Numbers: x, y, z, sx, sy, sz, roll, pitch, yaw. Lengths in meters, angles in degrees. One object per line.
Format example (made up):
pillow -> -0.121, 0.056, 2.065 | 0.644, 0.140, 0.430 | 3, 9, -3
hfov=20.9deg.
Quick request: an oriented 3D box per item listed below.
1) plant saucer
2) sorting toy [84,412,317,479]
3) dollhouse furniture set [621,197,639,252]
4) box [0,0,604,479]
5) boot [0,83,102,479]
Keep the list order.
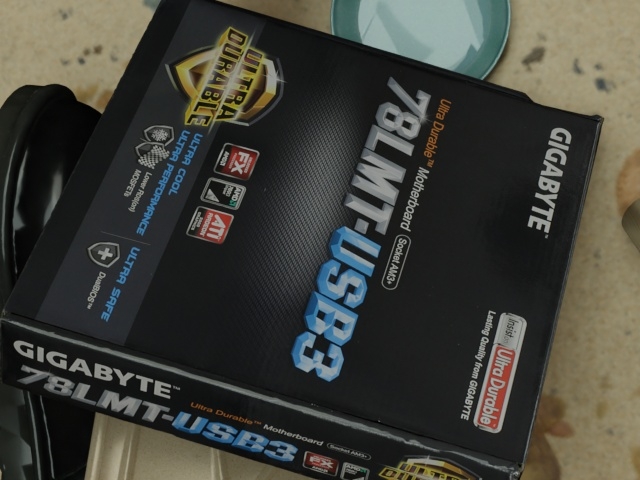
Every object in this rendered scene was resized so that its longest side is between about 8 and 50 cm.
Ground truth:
plant saucer -> 0.067, -0.147, 1.142 | 0.119, 0.021, 0.119 | 0, 92, 12
sorting toy -> -0.037, 0.111, 1.036 | 0.193, 0.038, 0.208 | 9, 71, -3
dollhouse furniture set -> 0.269, 0.030, 1.105 | 0.144, 0.123, 0.151 | -40, 119, 11
box -> 0.000, 0.000, 1.027 | 0.293, 0.295, 0.073 | 16, 139, 5
boot -> -0.074, 0.065, 1.124 | 0.260, 0.131, 0.347 | -3, 96, 14
